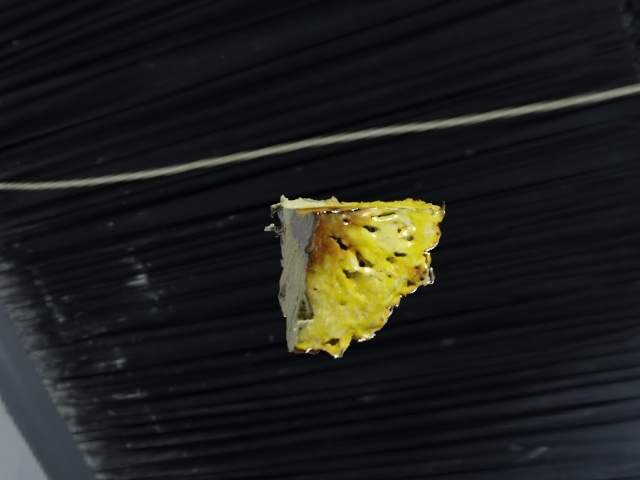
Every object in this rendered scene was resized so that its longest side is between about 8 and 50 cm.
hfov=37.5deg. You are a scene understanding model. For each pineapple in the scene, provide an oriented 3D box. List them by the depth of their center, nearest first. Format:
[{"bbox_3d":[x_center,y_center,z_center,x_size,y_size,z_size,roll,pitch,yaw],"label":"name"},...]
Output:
[{"bbox_3d":[0.000,0.000,0.529,0.077,0.114,0.114,36,2,-37],"label":"pineapple"}]
